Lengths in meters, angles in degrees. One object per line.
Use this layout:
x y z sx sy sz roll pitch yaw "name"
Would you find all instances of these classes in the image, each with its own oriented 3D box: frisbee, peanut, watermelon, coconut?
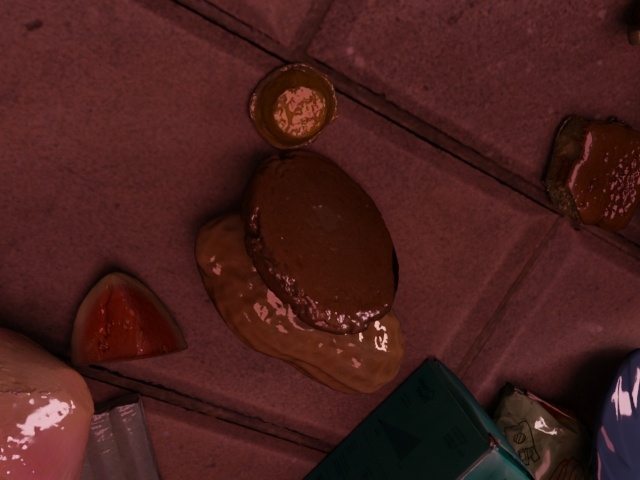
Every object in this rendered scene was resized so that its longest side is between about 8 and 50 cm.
0.491 0.300 1.187 0.289 0.049 0.290 0 90 -41 "frisbee"
-0.022 0.077 0.952 0.305 0.147 0.147 32 101 -28 "peanut"
-0.209 0.108 0.929 0.135 0.094 0.125 19 99 -29 "watermelon"
-0.361 0.206 0.852 0.245 0.233 0.233 -24 119 -6 "coconut"

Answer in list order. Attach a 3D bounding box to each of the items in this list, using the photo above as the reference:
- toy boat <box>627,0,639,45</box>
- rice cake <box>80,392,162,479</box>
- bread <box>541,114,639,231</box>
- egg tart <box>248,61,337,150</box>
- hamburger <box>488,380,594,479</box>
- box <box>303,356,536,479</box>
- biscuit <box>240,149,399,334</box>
0.436 -0.276 0.973 0.184 0.071 0.089 -22 118 -8 "toy boat"
-0.262 0.307 1.031 0.127 0.043 0.237 -16 117 -9 "rice cake"
0.351 -0.087 1.033 0.127 0.069 0.140 7 110 -20 "bread"
-0.027 -0.146 0.902 0.105 0.039 0.105 -6 113 -14 "egg tart"
0.299 0.360 1.176 0.276 0.150 0.260 -45 117 6 "hamburger"
0.110 0.337 1.073 0.311 0.205 0.118 -46 120 6 "box"
0.000 0.000 0.890 0.225 0.226 0.042 29 136 -27 "biscuit"
